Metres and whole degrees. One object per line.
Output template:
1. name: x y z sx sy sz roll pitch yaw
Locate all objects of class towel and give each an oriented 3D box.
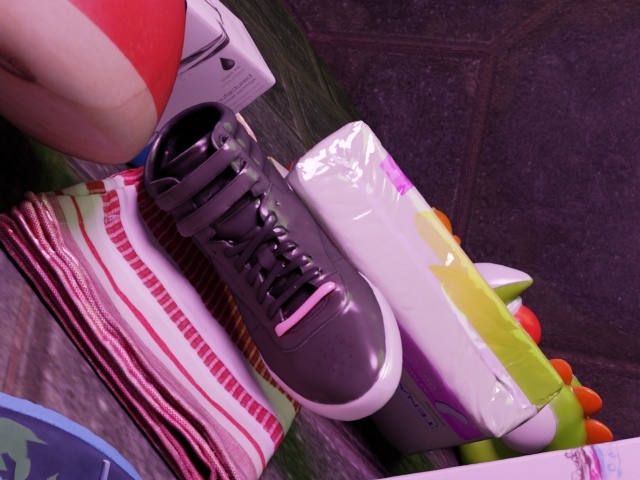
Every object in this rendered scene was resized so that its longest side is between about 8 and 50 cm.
1. towel: -0.097 0.052 0.860 0.237 0.037 0.329 53 10 -1

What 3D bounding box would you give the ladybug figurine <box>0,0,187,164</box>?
1. ladybug figurine: -0.219 -0.210 0.685 0.305 0.162 0.449 39 -6 37

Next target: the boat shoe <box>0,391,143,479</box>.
1. boat shoe: -0.086 0.140 0.439 0.258 0.109 0.089 42 21 -39

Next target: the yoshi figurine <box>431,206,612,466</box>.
1. yoshi figurine: 0.171 0.157 1.354 0.362 0.203 0.203 52 -12 0

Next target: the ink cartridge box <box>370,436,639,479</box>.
1. ink cartridge box: 0.152 0.222 0.585 0.197 0.270 0.198 39 43 -51

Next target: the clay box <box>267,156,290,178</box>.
1. clay box: 0.000 0.000 1.386 0.222 0.053 0.127 38 18 -57

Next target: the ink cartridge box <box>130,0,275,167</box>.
1. ink cartridge box: -0.154 -0.155 0.976 0.086 0.148 0.203 61 14 27

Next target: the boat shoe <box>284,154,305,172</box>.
1. boat shoe: -0.013 -0.061 1.555 0.049 0.043 0.137 46 14 -42

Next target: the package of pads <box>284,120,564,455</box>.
1. package of pads: 0.059 0.059 1.093 0.296 0.101 0.229 53 -22 1

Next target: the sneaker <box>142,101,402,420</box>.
1. sneaker: -0.049 0.007 0.868 0.147 0.104 0.296 45 8 -44

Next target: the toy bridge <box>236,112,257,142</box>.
1. toy bridge: -0.107 -0.110 1.251 0.188 0.063 0.026 54 29 2
